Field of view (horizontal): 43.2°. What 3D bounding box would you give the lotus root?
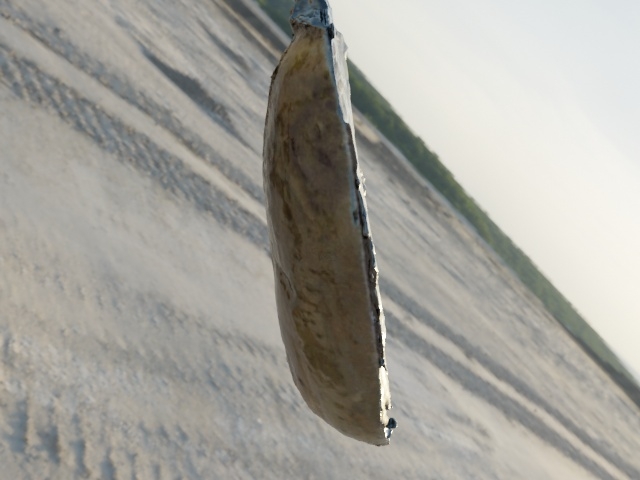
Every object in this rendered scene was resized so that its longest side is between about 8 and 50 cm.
[{"bbox_3d":[-0.001,-0.001,0.557,0.167,0.078,0.329,-94,175,-61],"label":"lotus root"}]
